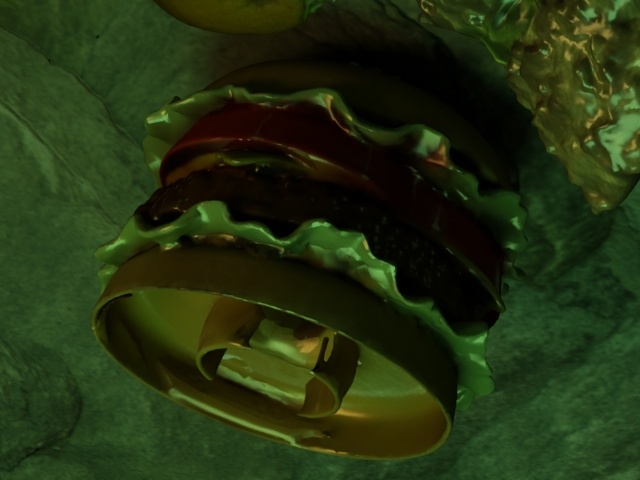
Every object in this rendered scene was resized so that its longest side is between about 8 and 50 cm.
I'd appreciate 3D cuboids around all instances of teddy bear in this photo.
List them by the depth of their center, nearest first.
[{"bbox_3d":[0.184,-0.143,0.915,0.296,0.223,0.246,-18,177,7],"label":"teddy bear"}]

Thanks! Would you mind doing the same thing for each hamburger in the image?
[{"bbox_3d":[0.000,0.000,1.194,0.274,0.212,0.274,16,155,8],"label":"hamburger"}]

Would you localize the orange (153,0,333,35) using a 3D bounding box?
[{"bbox_3d":[-0.039,-0.186,0.997,0.156,0.134,0.156,-11,165,-3],"label":"orange"}]
